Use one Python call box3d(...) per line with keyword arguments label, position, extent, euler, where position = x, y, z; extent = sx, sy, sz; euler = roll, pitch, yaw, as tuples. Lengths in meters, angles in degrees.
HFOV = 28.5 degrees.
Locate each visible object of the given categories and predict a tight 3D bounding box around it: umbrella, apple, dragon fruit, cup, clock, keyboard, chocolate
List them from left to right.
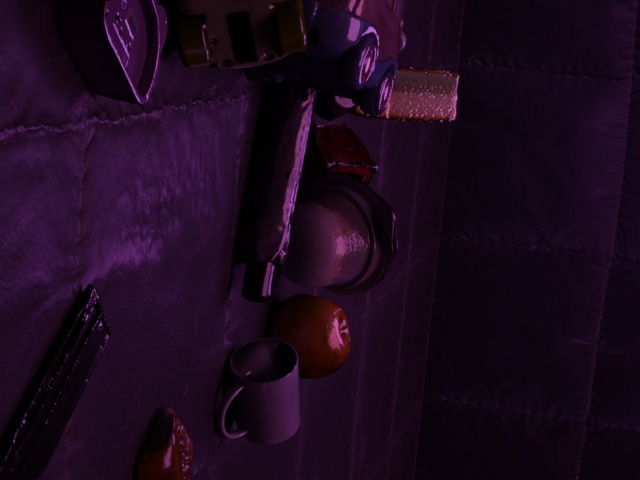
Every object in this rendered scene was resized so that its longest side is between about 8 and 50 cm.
box3d(label="keyboard", position=(-0.263, 0.159, 1.238), extent=(0.087, 0.017, 0.250), euler=(82, 19, -44))
box3d(label="clock", position=(-0.199, -0.210, 1.225), extent=(0.152, 0.050, 0.110), euler=(74, 27, -60))
box3d(label="cup", position=(-0.097, 0.225, 1.845), extent=(0.099, 0.136, 0.133), euler=(-119, -159, -49))
box3d(label="umbrella", position=(-0.065, -0.078, 1.811), extent=(0.067, 0.073, 0.337), euler=(24, 74, -56))
box3d(label="apple", position=(-0.013, 0.156, 2.036), extent=(0.146, 0.147, 0.146), euler=(8, 90, -77))
box3d(label="dragon fruit", position=(0.004, -0.105, 2.100), extent=(0.121, 0.127, 0.161), euler=(5, 124, -37))
box3d(label="chocolate", position=(0.005, 0.004, 1.946), extent=(0.147, 0.221, 0.221), euler=(-27, 125, -56))

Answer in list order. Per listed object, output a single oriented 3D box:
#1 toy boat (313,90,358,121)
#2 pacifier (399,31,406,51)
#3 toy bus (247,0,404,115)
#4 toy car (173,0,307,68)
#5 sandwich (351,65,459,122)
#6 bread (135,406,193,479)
box3d(label="toy boat", position=(0.026, -0.264, 2.040), extent=(0.115, 0.114, 0.262), euler=(60, 18, -3))
box3d(label="pacifier", position=(0.093, -0.361, 2.234), extent=(0.127, 0.117, 0.150), euler=(124, -18, -56))
box3d(label="toy bus", position=(0.013, -0.312, 1.665), extent=(0.294, 0.197, 0.231), euler=(32, 76, -73))
box3d(label="toy car", position=(-0.103, -0.330, 1.443), extent=(0.235, 0.145, 0.235), euler=(-8, 90, -89))
box3d(label="sandwich", position=(0.134, -0.287, 2.467), extent=(0.186, 0.220, 0.108), euler=(-162, -106, -66))
box3d(label="bread", position=(-0.187, 0.279, 1.567), extent=(0.129, 0.044, 0.126), euler=(76, 23, -49))
